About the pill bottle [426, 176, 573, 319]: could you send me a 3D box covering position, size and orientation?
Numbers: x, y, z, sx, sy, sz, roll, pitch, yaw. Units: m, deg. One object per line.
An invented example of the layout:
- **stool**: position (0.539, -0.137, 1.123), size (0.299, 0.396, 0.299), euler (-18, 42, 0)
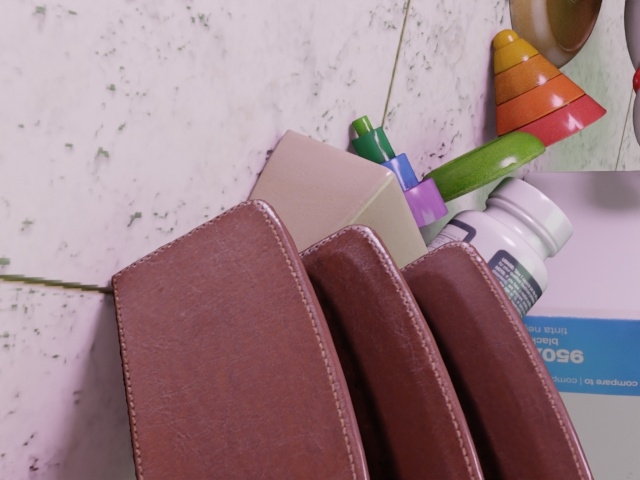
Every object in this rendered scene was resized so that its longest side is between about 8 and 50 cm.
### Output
- **pill bottle**: position (0.140, 0.036, 0.973), size (0.180, 0.108, 0.108), euler (-48, 142, -7)

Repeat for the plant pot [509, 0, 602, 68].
- **plant pot**: position (0.271, -0.301, 1.193), size (0.236, 0.032, 0.236), euler (-23, 118, -53)

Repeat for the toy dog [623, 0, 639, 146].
- **toy dog**: position (0.406, -0.219, 1.146), size (0.220, 0.161, 0.334), euler (34, 45, -48)

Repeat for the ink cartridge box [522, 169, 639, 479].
- **ink cartridge box**: position (0.300, 0.160, 1.196), size (0.285, 0.166, 0.395), euler (-64, 149, -54)

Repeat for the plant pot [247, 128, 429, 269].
- **plant pot**: position (0.000, 0.000, 0.803), size (0.096, 0.109, 0.109), euler (-49, 139, -19)

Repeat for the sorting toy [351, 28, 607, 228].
- **sorting toy**: position (0.138, -0.115, 1.009), size (0.365, 0.127, 0.126), euler (-29, 95, -47)

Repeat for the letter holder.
- **letter holder**: position (0.023, 0.118, 0.618), size (0.152, 0.214, 0.302), euler (45, 22, -46)
